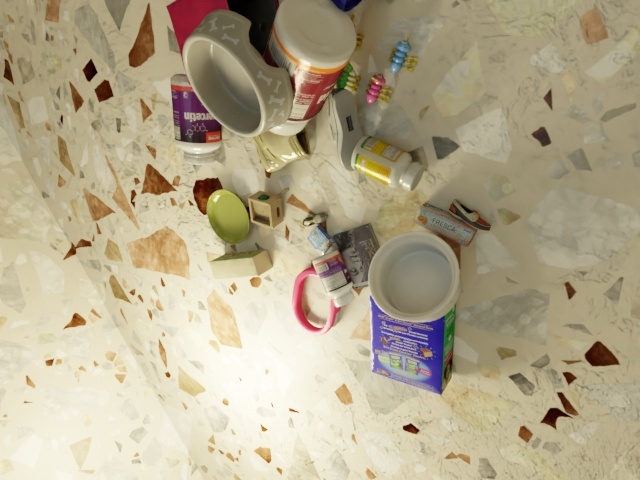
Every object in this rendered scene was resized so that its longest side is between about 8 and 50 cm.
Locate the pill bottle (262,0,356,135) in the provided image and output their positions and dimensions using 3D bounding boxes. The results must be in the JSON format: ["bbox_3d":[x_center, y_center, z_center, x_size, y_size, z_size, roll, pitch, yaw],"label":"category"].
[{"bbox_3d":[-0.067,-0.493,1.256,0.224,0.224,0.392,55,154,3],"label":"pill bottle"}]

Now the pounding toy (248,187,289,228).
[{"bbox_3d":[-0.197,-0.138,1.651,0.130,0.100,0.141,18,128,27],"label":"pounding toy"}]

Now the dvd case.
[{"bbox_3d":[0.151,0.062,1.534,0.164,0.018,0.222,-18,98,37],"label":"dvd case"}]

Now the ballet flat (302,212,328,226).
[{"bbox_3d":[-0.023,-0.074,1.582,0.114,0.041,0.041,-16,99,37],"label":"ballet flat"}]

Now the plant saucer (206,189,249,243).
[{"bbox_3d":[-0.388,-0.103,1.816,0.240,0.037,0.241,13,115,30],"label":"plant saucer"}]

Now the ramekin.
[{"bbox_3d":[0.300,0.122,1.315,0.276,0.135,0.278,-10,66,25],"label":"ramekin"}]

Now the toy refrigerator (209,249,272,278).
[{"bbox_3d":[-0.347,0.100,1.830,0.269,0.102,0.095,-7,105,36],"label":"toy refrigerator"}]

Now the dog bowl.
[{"bbox_3d":[-0.242,-0.448,1.193,0.348,0.102,0.349,31,151,19],"label":"dog bowl"}]

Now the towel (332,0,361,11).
[{"bbox_3d":[0.045,-0.772,1.144,0.308,0.227,0.076,47,154,9],"label":"towel"}]

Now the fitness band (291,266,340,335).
[{"bbox_3d":[-0.021,0.247,1.701,0.208,0.054,0.291,22,118,25],"label":"fitness band"}]

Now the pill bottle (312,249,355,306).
[{"bbox_3d":[0.054,0.141,1.563,0.108,0.108,0.194,-22,92,37],"label":"pill bottle"}]

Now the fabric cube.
[{"bbox_3d":[-0.293,-0.675,1.389,0.257,0.254,0.260,-4,107,36],"label":"fabric cube"}]

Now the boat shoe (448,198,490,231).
[{"bbox_3d":[0.449,-0.074,1.265,0.137,0.049,0.043,35,122,23],"label":"boat shoe"}]

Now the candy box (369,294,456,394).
[{"bbox_3d":[0.316,0.335,1.469,0.267,0.122,0.318,10,115,32],"label":"candy box"}]

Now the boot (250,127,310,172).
[{"bbox_3d":[-0.157,-0.392,1.508,0.203,0.095,0.262,-15,101,37],"label":"boot"}]

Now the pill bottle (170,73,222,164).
[{"bbox_3d":[-0.474,-0.467,1.636,0.181,0.181,0.324,17,117,27],"label":"pill bottle"}]

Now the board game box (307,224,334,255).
[{"bbox_3d":[0.000,0.000,1.600,0.090,0.020,0.090,48,138,9],"label":"board game box"}]

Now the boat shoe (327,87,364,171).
[{"bbox_3d":[0.073,-0.357,1.369,0.088,0.096,0.268,46,159,53],"label":"boat shoe"}]

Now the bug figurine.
[{"bbox_3d":[0.139,-0.534,1.270,0.278,0.072,0.217,31,123,20],"label":"bug figurine"}]

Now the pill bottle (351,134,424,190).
[{"bbox_3d":[0.209,-0.235,1.314,0.208,0.117,0.118,29,122,21],"label":"pill bottle"}]

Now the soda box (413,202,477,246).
[{"bbox_3d":[0.386,-0.050,1.304,0.183,0.063,0.058,28,121,21],"label":"soda box"}]
